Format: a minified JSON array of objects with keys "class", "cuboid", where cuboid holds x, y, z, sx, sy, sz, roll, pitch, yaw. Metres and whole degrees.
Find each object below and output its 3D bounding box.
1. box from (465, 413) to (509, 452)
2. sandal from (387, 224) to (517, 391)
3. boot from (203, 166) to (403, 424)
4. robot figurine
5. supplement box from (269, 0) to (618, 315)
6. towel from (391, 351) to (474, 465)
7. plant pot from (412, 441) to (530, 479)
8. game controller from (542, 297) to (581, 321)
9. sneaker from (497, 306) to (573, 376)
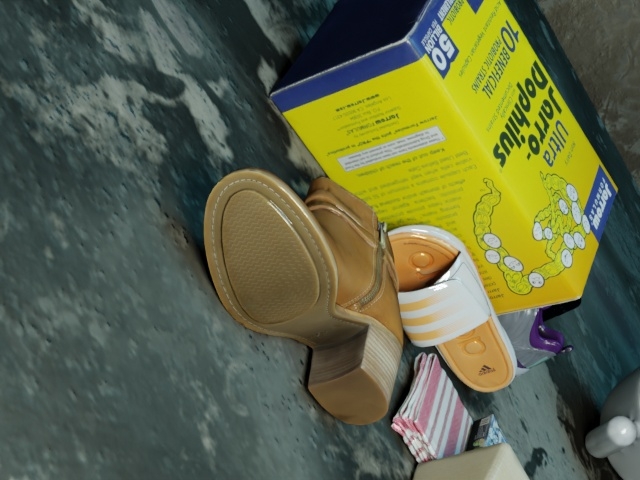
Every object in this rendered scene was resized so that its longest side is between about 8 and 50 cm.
[{"class":"box","cuboid":[0.181,0.255,1.204,0.094,0.027,0.137,61,23,-11]},{"class":"sandal","cuboid":[0.146,0.092,1.267,0.265,0.102,0.076,53,25,-30]},{"class":"boot","cuboid":[0.000,0.000,1.043,0.283,0.109,0.220,53,27,-29]},{"class":"robot figurine","cuboid":[0.527,0.251,1.649,0.353,0.299,0.200,106,-33,-65]},{"class":"supplement box","cuboid":[0.148,-0.106,1.289,0.356,0.195,0.194,52,45,-24]},{"class":"towel","cuboid":[0.140,0.228,1.215,0.197,0.029,0.144,61,24,-13]},{"class":"plant pot","cuboid":[0.141,0.271,1.085,0.109,0.109,0.096,59,36,-12]},{"class":"game controller","cuboid":[0.296,0.038,1.671,0.319,0.067,0.167,-5,71,-66]},{"class":"sneaker","cuboid":[0.237,0.062,1.483,0.224,0.098,0.083,59,24,-13]}]
